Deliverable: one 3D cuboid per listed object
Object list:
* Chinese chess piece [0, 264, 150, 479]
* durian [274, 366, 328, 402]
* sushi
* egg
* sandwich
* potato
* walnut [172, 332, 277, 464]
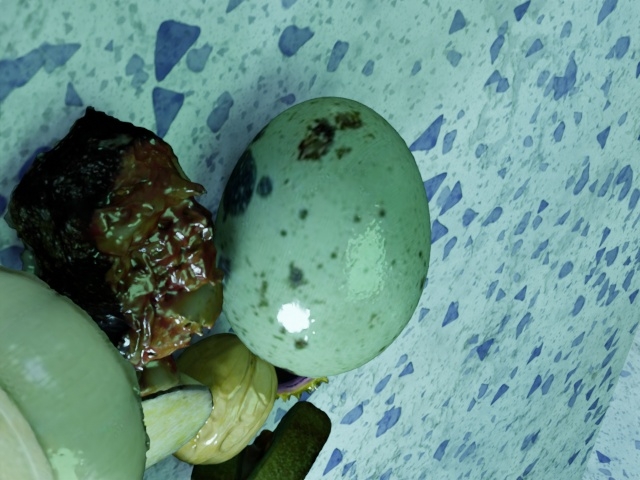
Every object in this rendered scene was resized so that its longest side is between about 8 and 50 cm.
[{"bbox_3d":[-0.333,0.191,1.023,0.140,0.338,0.338,-34,145,-55],"label":"Chinese chess piece"},{"bbox_3d":[-0.016,0.145,1.613,0.260,0.154,0.186,-48,173,4],"label":"durian"},{"bbox_3d":[-0.222,0.028,1.162,0.196,0.182,0.343,-37,141,-24],"label":"sushi"},{"bbox_3d":[0.000,0.000,1.330,0.287,0.287,0.379,-27,127,-37],"label":"egg"},{"bbox_3d":[-0.119,0.353,1.601,0.250,0.162,0.301,-52,-179,-20],"label":"sandwich"},{"bbox_3d":[-0.290,0.240,1.311,0.299,0.116,0.239,-24,147,-19],"label":"potato"},{"bbox_3d":[-0.153,0.228,1.463,0.159,0.159,0.207,14,112,-56],"label":"walnut"}]
